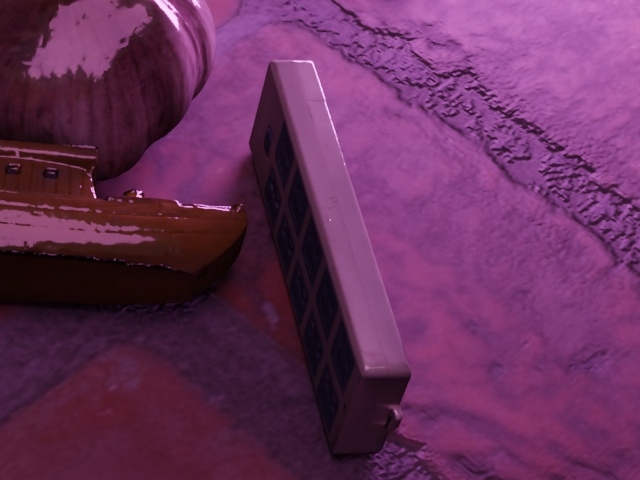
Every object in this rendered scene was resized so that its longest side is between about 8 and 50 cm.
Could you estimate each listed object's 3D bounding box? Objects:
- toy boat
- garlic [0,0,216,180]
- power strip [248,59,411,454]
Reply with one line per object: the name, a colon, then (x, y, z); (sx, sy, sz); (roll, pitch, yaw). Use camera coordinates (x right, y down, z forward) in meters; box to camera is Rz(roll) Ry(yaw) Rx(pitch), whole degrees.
toy boat: (-0.218, -0.016, 1.420); (0.321, 0.089, 0.121); (3, 52, -9)
garlic: (-0.206, -0.202, 1.491); (0.245, 0.253, 0.245); (3, 40, -3)
power strip: (0.000, 0.000, 1.443); (0.043, 0.106, 0.367); (-1, 48, -18)
